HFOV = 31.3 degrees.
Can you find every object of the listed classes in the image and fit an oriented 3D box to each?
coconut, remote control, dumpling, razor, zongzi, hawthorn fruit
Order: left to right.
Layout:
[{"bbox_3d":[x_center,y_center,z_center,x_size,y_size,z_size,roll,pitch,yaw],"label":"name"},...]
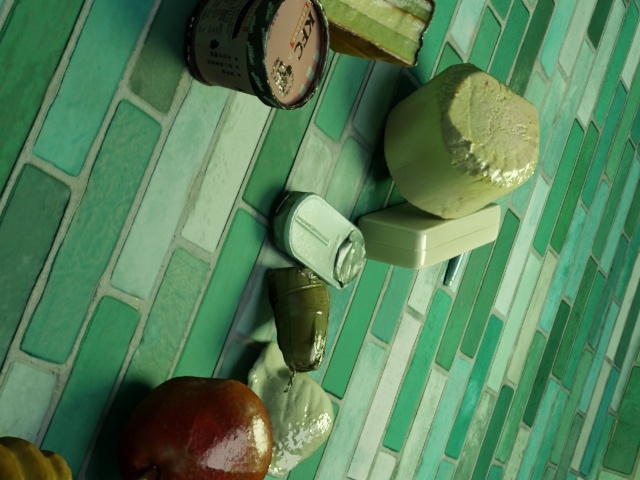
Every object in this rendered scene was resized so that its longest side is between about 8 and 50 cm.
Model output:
[{"bbox_3d":[-0.174,0.275,1.456,0.225,0.197,0.196,-21,119,-60],"label":"hawthorn fruit"},{"bbox_3d":[-0.061,0.244,1.702,0.216,0.126,0.166,-47,115,-34],"label":"dumpling"},{"bbox_3d":[-0.010,0.141,1.728,0.178,0.081,0.189,33,45,-64],"label":"zongzi"},{"bbox_3d":[0.000,0.000,1.757,0.247,0.052,0.104,40,69,-57],"label":"remote control"},{"bbox_3d":[0.223,-0.159,1.890,0.239,0.244,0.239,8,73,-27],"label":"coconut"},{"bbox_3d":[0.273,0.027,2.226,0.068,0.040,0.135,21,89,-58],"label":"razor"}]

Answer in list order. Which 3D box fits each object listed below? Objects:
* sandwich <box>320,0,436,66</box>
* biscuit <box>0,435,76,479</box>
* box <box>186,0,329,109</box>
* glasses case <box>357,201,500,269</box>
[{"bbox_3d":[0.057,-0.344,1.621,0.187,0.144,0.117,36,69,-57],"label":"sandwich"},{"bbox_3d":[-0.370,0.367,1.211,0.326,0.107,0.325,-17,114,-41],"label":"biscuit"},{"bbox_3d":[-0.083,-0.249,1.445,0.151,0.135,0.151,-34,130,-53],"label":"box"},{"bbox_3d":[0.192,-0.020,1.981,0.313,0.131,0.070,-17,116,-55],"label":"glasses case"}]
